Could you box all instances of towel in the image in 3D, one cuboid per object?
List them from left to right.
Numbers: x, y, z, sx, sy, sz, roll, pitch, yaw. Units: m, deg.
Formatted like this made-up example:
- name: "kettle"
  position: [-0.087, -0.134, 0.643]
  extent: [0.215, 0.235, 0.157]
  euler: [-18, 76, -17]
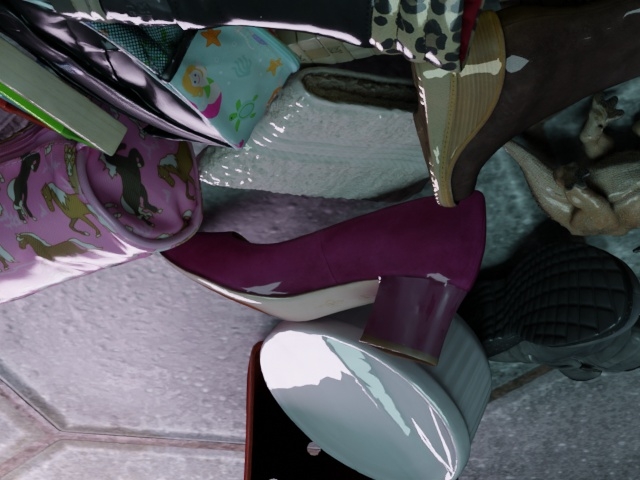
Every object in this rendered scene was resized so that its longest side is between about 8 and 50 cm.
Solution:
- name: "towel"
  position: [0.036, -0.093, 1.392]
  extent: [0.282, 0.049, 0.187]
  euler: [3, 154, -39]

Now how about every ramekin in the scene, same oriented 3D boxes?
- name: "ramekin"
  position: [0.075, 0.155, 1.680]
  extent: [0.273, 0.127, 0.273]
  euler: [27, 147, 20]

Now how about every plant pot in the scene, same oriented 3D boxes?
- name: "plant pot"
  position: [0.017, 0.299, 1.881]
  extent: [0.267, 0.267, 0.236]
  euler: [6, 159, -11]

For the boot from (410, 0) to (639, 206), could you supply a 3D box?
- name: "boot"
  position: [0.186, -0.117, 1.248]
  extent: [0.206, 0.090, 0.248]
  euler: [-13, 153, 0]

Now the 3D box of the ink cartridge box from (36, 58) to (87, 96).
- name: "ink cartridge box"
  position: [-0.198, -0.174, 1.332]
  extent: [0.088, 0.052, 0.122]
  euler: [17, 141, -26]

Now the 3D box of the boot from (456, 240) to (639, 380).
- name: "boot"
  position: [0.314, 0.089, 1.666]
  extent: [0.222, 0.118, 0.338]
  euler: [13, 168, -24]

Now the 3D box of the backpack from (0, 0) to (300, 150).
- name: "backpack"
  position: [-0.138, -0.187, 1.145]
  extent: [0.253, 0.191, 0.225]
  euler: [41, 172, -33]

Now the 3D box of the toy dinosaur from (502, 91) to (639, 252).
- name: "toy dinosaur"
  position: [0.319, -0.046, 1.495]
  extent: [0.295, 0.127, 0.200]
  euler: [2, 153, 4]

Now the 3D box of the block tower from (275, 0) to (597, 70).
- name: "block tower"
  position: [0.128, -0.226, 1.214]
  extent: [0.335, 0.091, 0.097]
  euler: [-11, 172, 11]

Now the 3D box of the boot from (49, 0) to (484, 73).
- name: "boot"
  position: [-0.010, -0.295, 0.894]
  extent: [0.284, 0.377, 0.138]
  euler: [15, -169, 13]

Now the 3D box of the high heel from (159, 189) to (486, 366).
- name: "high heel"
  position: [0.000, 0.000, 1.542]
  extent: [0.377, 0.181, 0.127]
  euler: [17, 173, 29]

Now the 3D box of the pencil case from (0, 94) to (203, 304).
- name: "pencil case"
  position: [-0.288, -0.028, 1.400]
  extent: [0.386, 0.160, 0.167]
  euler: [-16, 178, 38]

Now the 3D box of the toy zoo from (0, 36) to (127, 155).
- name: "toy zoo"
  position: [-0.317, -0.162, 1.220]
  extent: [0.293, 0.030, 0.192]
  euler: [23, 171, 40]
